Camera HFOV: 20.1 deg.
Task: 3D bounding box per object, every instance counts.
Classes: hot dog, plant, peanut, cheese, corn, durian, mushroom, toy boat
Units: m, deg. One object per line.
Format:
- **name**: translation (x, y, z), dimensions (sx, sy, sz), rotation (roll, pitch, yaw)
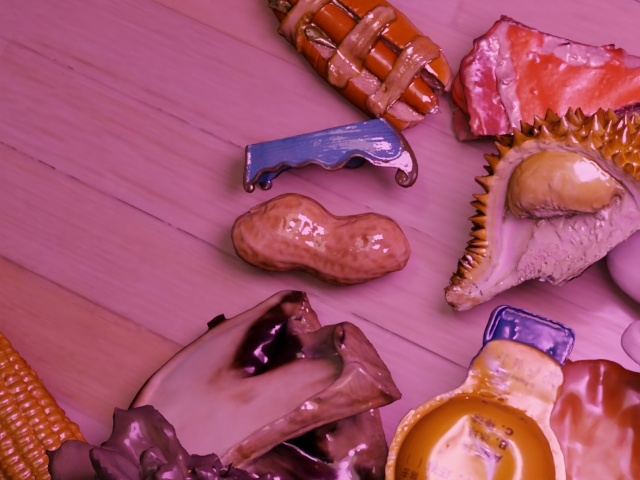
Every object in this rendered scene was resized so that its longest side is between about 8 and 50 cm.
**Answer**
- **hot dog**: translation (0.032, -0.220, 1.938), dimensions (0.269, 0.072, 0.109), rotation (42, 98, 16)
- **plant**: translation (-0.114, 0.294, 1.629), dimensions (0.213, 0.215, 0.312), rotation (-24, 113, -4)
- **peanut**: translation (0.000, -0.002, 1.886), dimensions (0.193, 0.089, 0.089), rotation (10, 78, 8)
- **cheese**: translation (0.162, 0.191, 1.727), dimensions (0.177, 0.069, 0.270), rotation (19, 74, 14)
- **corn**: translation (-0.313, 0.203, 1.871), dimensions (0.120, 0.120, 0.363), rotation (-36, 76, -1)
- **durian**: translation (0.241, -0.036, 1.796), dimensions (0.306, 0.172, 0.166), rotation (-33, 71, 34)
- **mushroom**: translation (-0.050, 0.190, 1.837), dimensions (0.292, 0.217, 0.212), rotation (-44, 119, 10)
- **toy boat**: translation (0.011, -0.079, 1.900), dimensions (0.185, 0.075, 0.077), rotation (-10, 93, 17)

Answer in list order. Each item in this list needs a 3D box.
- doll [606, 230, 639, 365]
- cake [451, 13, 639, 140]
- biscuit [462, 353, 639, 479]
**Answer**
- **doll**: translation (0.447, 0.156, 1.702), dimensions (0.366, 0.187, 0.376), rotation (17, 50, -11)
- **cake**: translation (0.276, -0.172, 1.877), dimensions (0.287, 0.098, 0.135), rotation (-3, 76, 9)
- **biscuit**: translation (0.247, 0.274, 1.774), dimensions (0.326, 0.107, 0.325), rotation (-2, 73, 7)
